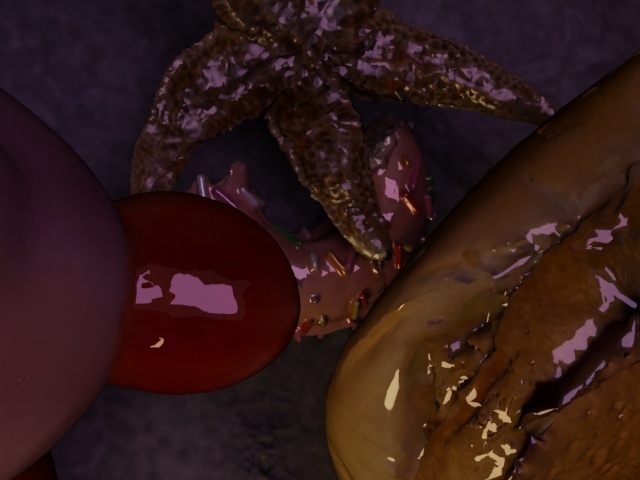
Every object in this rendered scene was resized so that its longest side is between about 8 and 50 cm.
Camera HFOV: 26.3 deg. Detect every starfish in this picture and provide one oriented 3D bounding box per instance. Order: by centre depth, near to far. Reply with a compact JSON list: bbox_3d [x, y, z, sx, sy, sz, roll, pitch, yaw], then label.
[{"bbox_3d":[-0.009,-0.098,0.710,0.277,0.062,0.235,27,94,-19],"label":"starfish"}]

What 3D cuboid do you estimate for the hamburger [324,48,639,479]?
[{"bbox_3d":[0.147,0.045,0.696,0.174,0.284,0.304,39,71,24],"label":"hamburger"}]

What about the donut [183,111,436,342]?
[{"bbox_3d":[0.000,0.000,0.774,0.166,0.065,0.117,-24,88,-16],"label":"donut"}]

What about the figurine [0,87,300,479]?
[{"bbox_3d":[-0.200,0.025,0.646,0.269,0.211,0.261,-48,139,9],"label":"figurine"}]
